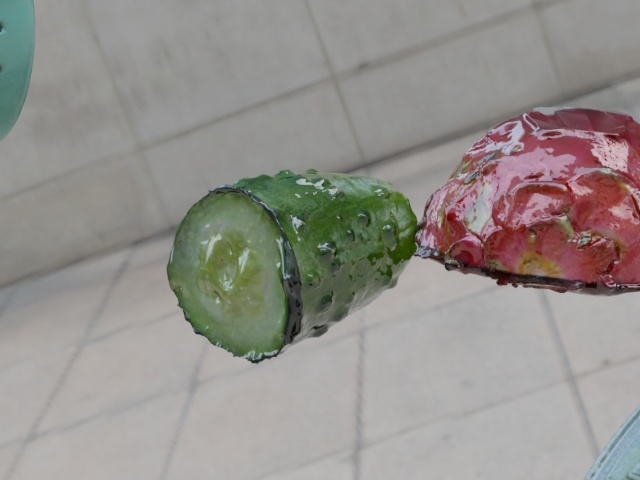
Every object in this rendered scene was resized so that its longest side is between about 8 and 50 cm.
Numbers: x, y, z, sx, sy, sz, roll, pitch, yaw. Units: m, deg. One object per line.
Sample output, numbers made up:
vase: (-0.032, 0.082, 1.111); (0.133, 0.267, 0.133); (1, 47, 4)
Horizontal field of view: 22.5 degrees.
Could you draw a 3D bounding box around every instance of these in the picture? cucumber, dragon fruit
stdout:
cucumber: (0.002, 0.002, 1.250); (0.134, 0.134, 0.244); (-10, 8, 38)
dragon fruit: (0.207, -0.032, 1.383); (0.261, 0.189, 0.163); (0, -17, 6)

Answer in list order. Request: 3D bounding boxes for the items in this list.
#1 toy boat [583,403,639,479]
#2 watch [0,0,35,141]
toy boat: (0.243, 0.100, 0.905); (0.319, 0.092, 0.141); (-42, 27, -18)
watch: (-0.254, -0.161, 1.005); (0.068, 0.237, 0.195); (-3, -30, -37)
